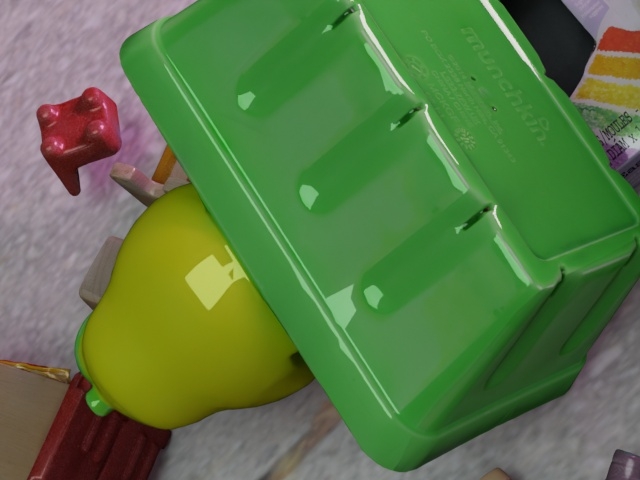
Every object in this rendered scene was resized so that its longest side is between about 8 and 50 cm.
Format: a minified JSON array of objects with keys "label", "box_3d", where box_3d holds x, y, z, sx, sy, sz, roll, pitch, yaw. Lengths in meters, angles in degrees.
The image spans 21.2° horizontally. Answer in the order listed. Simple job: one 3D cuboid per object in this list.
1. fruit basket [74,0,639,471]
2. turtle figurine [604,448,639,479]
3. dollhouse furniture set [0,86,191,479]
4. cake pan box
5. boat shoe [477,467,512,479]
[{"label":"fruit basket","box_3d":[0.000,0.000,1.236,0.392,0.283,0.392,12,110,38]},{"label":"turtle figurine","box_3d":[0.206,0.272,1.191,0.175,0.118,0.234,24,86,26]},{"label":"dollhouse furniture set","box_3d":[-0.202,0.049,1.420,0.201,0.152,0.374,15,70,27]},{"label":"cake pan box","box_3d":[0.213,-0.180,1.288,0.267,0.070,0.246,-40,65,15]},{"label":"boat shoe","box_3d":[0.078,0.227,1.286,0.170,0.063,0.059,-29,67,8]}]
